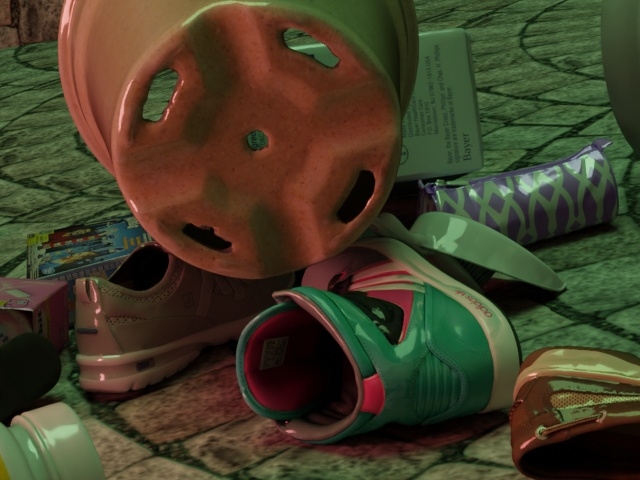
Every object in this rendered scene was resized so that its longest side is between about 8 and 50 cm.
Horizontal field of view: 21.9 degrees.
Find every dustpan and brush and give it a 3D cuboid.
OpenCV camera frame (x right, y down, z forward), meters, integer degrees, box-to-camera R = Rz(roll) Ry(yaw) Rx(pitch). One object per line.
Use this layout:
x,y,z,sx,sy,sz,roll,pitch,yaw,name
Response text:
0.106,0.007,1.458,0.147,0.211,0.060,11,69,43,dustpan and brush

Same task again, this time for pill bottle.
-0.250,0.184,1.077,0.208,0.119,0.119,-18,18,-24,pill bottle

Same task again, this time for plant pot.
-0.062,-0.121,1.381,0.333,0.334,0.305,-10,21,-1,plant pot

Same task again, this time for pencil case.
0.192,-0.038,1.628,0.206,0.088,0.086,-13,16,-15,pencil case

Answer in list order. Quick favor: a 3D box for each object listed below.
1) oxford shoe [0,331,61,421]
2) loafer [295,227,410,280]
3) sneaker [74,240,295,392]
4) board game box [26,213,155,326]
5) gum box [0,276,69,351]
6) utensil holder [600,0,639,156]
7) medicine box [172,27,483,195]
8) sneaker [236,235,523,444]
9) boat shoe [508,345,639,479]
-0.312,0.143,1.374,0.076,0.076,0.212,-26,-2,40,oxford shoe
0.000,0.000,1.626,0.223,0.078,0.076,0,19,31,loafer
-0.116,0.038,1.497,0.105,0.115,0.281,0,19,32,sneaker
-0.202,0.024,1.701,0.194,0.060,0.194,-11,16,-7,board game box
-0.338,0.073,1.528,0.188,0.062,0.107,3,13,9,gum box
0.526,-0.216,1.625,0.385,0.328,0.327,7,23,40,utensil holder
-0.002,-0.117,1.739,0.289,0.149,0.263,-6,-2,-8,medicine box
0.008,0.077,1.301,0.178,0.124,0.295,-7,15,-25,sneaker
0.246,0.130,1.054,0.257,0.095,0.095,-1,42,24,boat shoe
